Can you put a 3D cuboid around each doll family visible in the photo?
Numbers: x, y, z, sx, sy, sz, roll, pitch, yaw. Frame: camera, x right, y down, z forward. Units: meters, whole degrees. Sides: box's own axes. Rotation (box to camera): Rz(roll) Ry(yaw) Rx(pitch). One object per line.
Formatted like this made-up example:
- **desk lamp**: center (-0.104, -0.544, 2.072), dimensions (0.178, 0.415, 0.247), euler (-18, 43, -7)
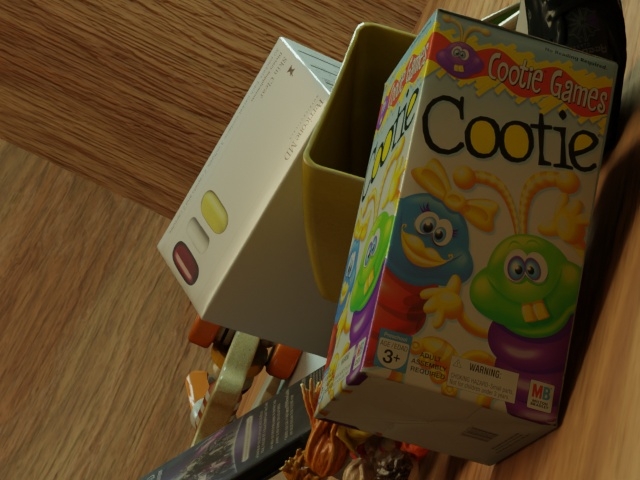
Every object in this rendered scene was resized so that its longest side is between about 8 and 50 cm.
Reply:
- **doll family**: center (0.037, 0.145, 1.478), dimensions (0.163, 0.118, 0.263), euler (-52, 0, -13)

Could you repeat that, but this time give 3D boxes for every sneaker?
- **sneaker**: center (0.202, -0.194, 1.358), dimensions (0.124, 0.107, 0.283), euler (-104, 3, -57)

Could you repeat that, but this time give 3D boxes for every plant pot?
- **plant pot**: center (0.096, -0.037, 1.569), dimensions (0.212, 0.212, 0.187), euler (-69, -6, -46)

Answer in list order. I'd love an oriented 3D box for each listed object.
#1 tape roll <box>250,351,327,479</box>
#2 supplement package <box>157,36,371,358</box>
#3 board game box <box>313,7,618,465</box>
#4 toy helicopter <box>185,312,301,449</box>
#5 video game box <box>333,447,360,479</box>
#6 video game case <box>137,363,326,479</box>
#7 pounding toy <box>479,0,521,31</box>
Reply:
- **tape roll**: center (-0.059, 0.267, 2.415), dimensions (0.392, 0.072, 0.392), euler (-64, 5, 11)
- **supplement package**: center (-0.002, -0.035, 1.775), dimensions (0.262, 0.204, 0.145), euler (-59, 36, 16)
- **board game box**: center (0.103, 0.000, 1.255), dimensions (0.144, 0.142, 0.275), euler (127, 158, -67)
- **toy helicopter**: center (-0.147, 0.245, 2.275), dimensions (0.235, 0.140, 0.355), euler (123, 168, -64)
- **video game box**: center (0.073, 0.133, 1.780), dimensions (0.187, 0.048, 0.205), euler (-60, 5, 15)
- **video game case**: center (-0.069, 0.203, 1.706), dimensions (0.274, 0.026, 0.196), euler (-33, 9, 6)
- **pounding toy**: center (0.173, -0.161, 1.725), dimensions (0.183, 0.110, 0.237), euler (-28, 2, -15)
